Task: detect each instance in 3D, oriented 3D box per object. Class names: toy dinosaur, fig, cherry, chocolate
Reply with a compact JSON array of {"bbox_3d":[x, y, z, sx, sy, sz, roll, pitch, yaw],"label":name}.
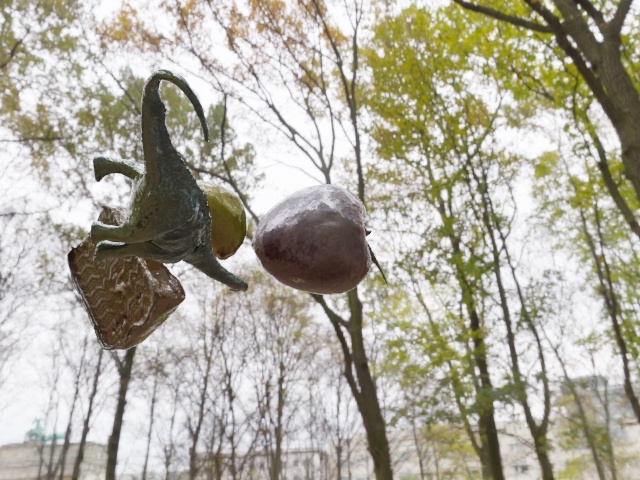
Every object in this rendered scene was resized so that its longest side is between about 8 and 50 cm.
[{"bbox_3d":[-0.164,-0.029,0.552,0.147,0.076,0.363,-2,-34,-2],"label":"toy dinosaur"},{"bbox_3d":[-0.198,-0.038,0.899,0.153,0.121,0.136,16,-30,2],"label":"fig"},{"bbox_3d":[0.000,0.000,1.018,0.266,0.213,0.183,2,-28,-12],"label":"cherry"},{"bbox_3d":[-0.301,0.059,0.836,0.148,0.214,0.093,-45,-25,21],"label":"chocolate"}]
